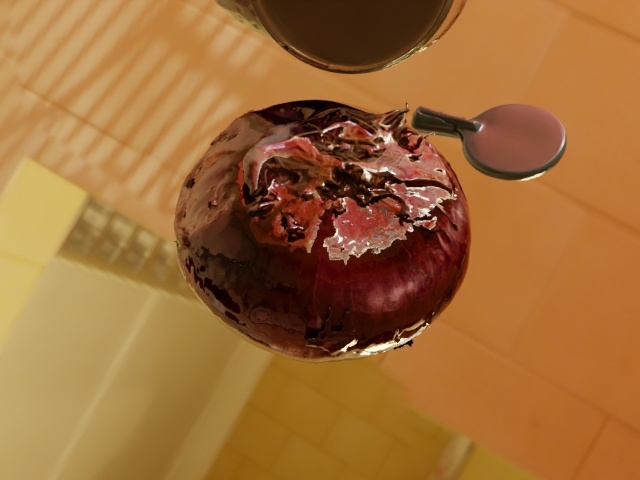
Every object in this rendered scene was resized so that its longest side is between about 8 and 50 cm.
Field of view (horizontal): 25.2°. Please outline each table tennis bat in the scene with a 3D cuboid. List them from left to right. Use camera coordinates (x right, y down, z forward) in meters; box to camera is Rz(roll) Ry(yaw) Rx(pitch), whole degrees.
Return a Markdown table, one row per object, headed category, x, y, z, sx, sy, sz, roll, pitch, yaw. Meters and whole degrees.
| category | x | y | z | sx | sy | sz | roll | pitch | yaw |
| --- | --- | --- | --- | --- | --- | --- | --- | --- | --- |
| table tennis bat | 0.206 | -0.132 | 1.768 | 0.124 | 0.201 | 0.033 | -58 | -29 | -33 |

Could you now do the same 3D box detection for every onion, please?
| category | x | y | z | sx | sy | sz | roll | pitch | yaw |
| --- | --- | --- | --- | --- | --- | --- | --- | --- | --- |
| onion | 0.000 | 0.000 | 1.461 | 0.314 | 0.314 | 0.232 | -45 | -26 | -39 |

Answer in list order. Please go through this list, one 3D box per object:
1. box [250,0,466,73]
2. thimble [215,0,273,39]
| category | x | y | z | sx | sy | sz | roll | pitch | yaw |
| --- | --- | --- | --- | --- | --- | --- | --- | --- | --- |
| box | 0.043 | -0.293 | 1.512 | 0.226 | 0.226 | 0.149 | -66 | -6 | 17 |
| thimble | -0.018 | -0.336 | 1.697 | 0.211 | 0.149 | 0.185 | -64 | -13 | 4 |
